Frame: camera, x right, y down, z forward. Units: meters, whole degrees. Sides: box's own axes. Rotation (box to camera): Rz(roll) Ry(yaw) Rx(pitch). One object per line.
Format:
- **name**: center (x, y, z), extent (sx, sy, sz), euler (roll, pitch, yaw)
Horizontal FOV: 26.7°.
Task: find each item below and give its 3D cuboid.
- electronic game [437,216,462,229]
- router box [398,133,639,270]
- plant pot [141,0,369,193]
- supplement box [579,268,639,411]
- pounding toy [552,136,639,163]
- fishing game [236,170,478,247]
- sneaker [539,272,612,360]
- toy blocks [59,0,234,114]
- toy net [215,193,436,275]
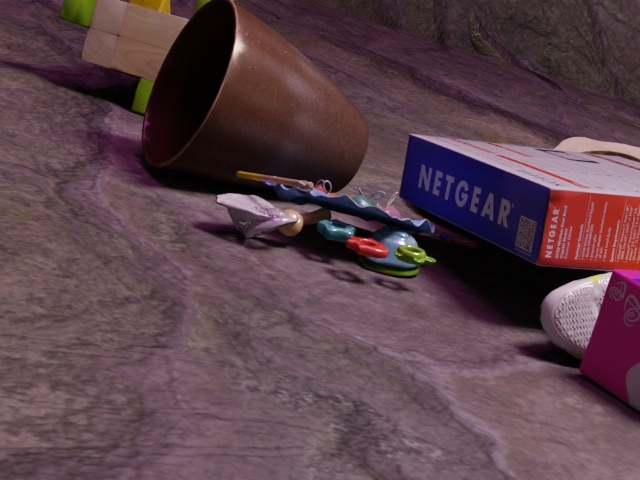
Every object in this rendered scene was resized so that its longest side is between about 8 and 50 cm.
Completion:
- **electronic game**: center (0.236, -0.042, 1.782), extent (0.229, 0.048, 0.229), euler (14, 15, -4)
- **router box**: center (0.295, -0.043, 1.533), extent (0.301, 0.082, 0.335), euler (4, 12, -22)
- **plant pot**: center (-0.062, -0.146, 1.626), extent (0.230, 0.215, 0.215), euler (23, 10, -27)
- **supplement box**: center (0.371, 0.100, 1.281), extent (0.220, 0.114, 0.111), euler (2, 21, -35)
- **pounding toy**: center (0.427, -0.033, 1.896), extent (0.269, 0.155, 0.154), euler (13, 41, 29)
- **fishing game**: center (0.041, -0.044, 1.505), extent (0.264, 0.041, 0.189), euler (17, -2, -33)
- **sneaker**: center (0.292, 0.077, 1.381), extent (0.240, 0.091, 0.126), euler (4, 0, -33)
- **toy blocks**: center (-0.162, -0.258, 1.989), extent (0.381, 0.191, 0.261), euler (18, 4, 13)
- **toy net**: center (0.000, 0.000, 1.419), extent (0.232, 0.045, 0.122), euler (11, 17, -7)
